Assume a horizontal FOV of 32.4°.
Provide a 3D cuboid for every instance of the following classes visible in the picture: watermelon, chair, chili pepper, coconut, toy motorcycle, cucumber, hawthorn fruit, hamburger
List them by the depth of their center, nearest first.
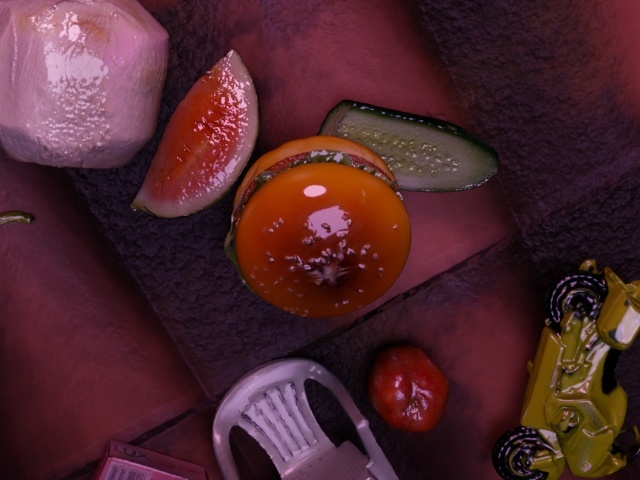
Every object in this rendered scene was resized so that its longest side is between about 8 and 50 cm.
[{"bbox_3d":[-0.287,-0.203,1.266,0.227,0.227,0.230,4,105,-13],"label":"coconut"},{"bbox_3d":[0.002,-0.001,1.381,0.246,0.170,0.246,-4,124,-6],"label":"hamburger"},{"bbox_3d":[-0.404,-0.018,1.396,0.083,0.017,0.030,-17,110,-7],"label":"chili pepper"},{"bbox_3d":[-0.145,-0.119,1.405,0.119,0.063,0.245,33,97,-5],"label":"watermelon"},{"bbox_3d":[0.117,-0.122,1.448,0.244,0.063,0.115,13,125,-16],"label":"cucumber"},{"bbox_3d":[-0.010,0.320,1.500,0.203,0.190,0.274,-31,117,-3],"label":"chair"},{"bbox_3d":[0.119,0.205,1.516,0.128,0.128,0.128,-3,106,-11],"label":"hawthorn fruit"},{"bbox_3d":[0.380,0.206,1.557,0.206,0.142,0.342,10,105,-16],"label":"toy motorcycle"}]

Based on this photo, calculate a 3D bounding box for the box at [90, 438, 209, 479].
[{"bbox_3d":[-0.241,0.349,1.511,0.156,0.060,0.111,22,100,-14],"label":"box"}]
